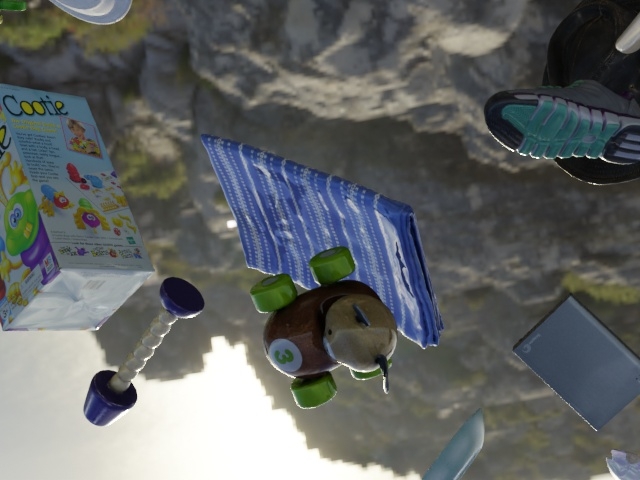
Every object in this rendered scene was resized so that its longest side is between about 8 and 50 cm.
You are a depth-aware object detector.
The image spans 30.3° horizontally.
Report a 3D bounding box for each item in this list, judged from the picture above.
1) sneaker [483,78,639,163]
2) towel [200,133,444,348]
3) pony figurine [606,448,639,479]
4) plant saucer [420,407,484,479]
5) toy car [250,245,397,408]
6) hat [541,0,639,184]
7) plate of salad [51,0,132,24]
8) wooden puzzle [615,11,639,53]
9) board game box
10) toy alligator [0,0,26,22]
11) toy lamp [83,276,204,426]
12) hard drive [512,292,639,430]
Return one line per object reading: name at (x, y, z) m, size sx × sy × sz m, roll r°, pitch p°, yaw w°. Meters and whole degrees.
sneaker at (0.282, -0.150, 1.378) m, size 0.223 × 0.098 × 0.083 m, roll 10°, pitch 136°, yaw -22°
towel at (0.000, 0.000, 1.494) m, size 0.336 × 0.040 × 0.243 m, roll 22°, pitch 145°, yaw 35°
pony figurine at (0.588, 0.459, 1.796) m, size 0.302 × 0.363 × 0.351 m, roll 2°, pitch 152°, yaw 16°
plant saucer at (0.198, 0.341, 1.784) m, size 0.195 × 0.037 × 0.195 m, roll -48°, pitch 163°, yaw -20°
toy car at (0.025, 0.108, 1.309) m, size 0.149 × 0.155 × 0.188 m, roll -25°, pitch -166°, yaw -14°
hat at (0.420, -0.254, 1.768) m, size 0.134 × 0.331 × 0.331 m, roll 11°, pitch 156°, yaw -42°
plate of salad at (-0.288, -0.335, 1.343) m, size 0.048 × 0.200 × 0.200 m, roll -52°, pitch -169°, yaw -32°
wooden puzzle at (0.508, -0.415, 1.447) m, size 0.080 × 0.348 × 0.322 m, roll 28°, pitch 165°, yaw 1°
board game box at (-0.344, -0.039, 1.477) m, size 0.144 × 0.275 × 0.142 m, roll 5°, pitch 142°, yaw -47°
toy alligator at (-0.542, -0.357, 1.781) m, size 0.189 × 0.056 × 0.051 m, roll -7°, pitch -157°, yaw -25°
toy lamp at (-0.269, 0.172, 1.750) m, size 0.080 × 0.080 × 0.275 m, roll 7°, pitch 131°, yaw -48°
hard drive at (0.299, 0.138, 1.341) m, size 0.094 × 0.135 × 0.022 m, roll -47°, pitch 179°, yaw 17°
